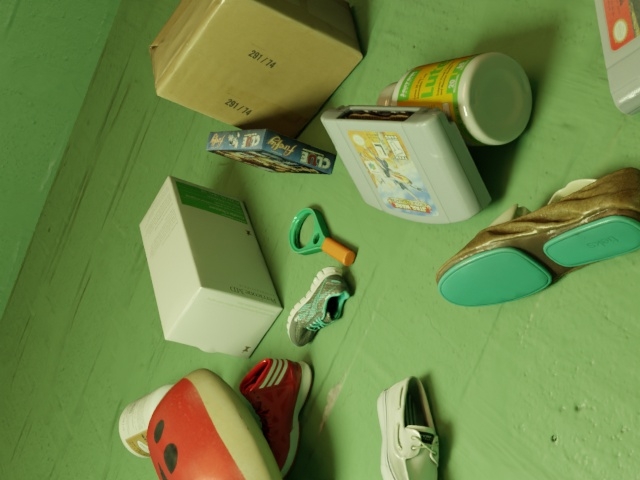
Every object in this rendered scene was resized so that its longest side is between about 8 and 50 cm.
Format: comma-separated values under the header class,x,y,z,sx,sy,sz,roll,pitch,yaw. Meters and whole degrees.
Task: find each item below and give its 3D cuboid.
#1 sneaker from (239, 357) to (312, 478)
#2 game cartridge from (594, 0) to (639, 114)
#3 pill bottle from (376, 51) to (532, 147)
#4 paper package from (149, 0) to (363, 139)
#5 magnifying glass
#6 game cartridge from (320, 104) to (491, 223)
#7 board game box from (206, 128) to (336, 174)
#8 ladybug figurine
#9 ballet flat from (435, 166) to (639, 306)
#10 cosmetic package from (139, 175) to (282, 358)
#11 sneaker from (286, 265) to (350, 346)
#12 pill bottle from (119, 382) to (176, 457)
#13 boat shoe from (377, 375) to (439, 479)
class,x,y,z,sx,sy,sz,roll,pitch,yaw
sneaker,-0.101,0.314,1.714,0.087,0.128,0.221,-5,71,56
game cartridge,0.438,-0.332,1.231,0.196,0.060,0.294,-31,55,50
pill bottle,0.196,-0.210,1.500,0.245,0.136,0.136,3,78,58
paper package,-0.132,-0.380,1.912,0.309,0.324,0.168,-45,41,36
magnifying glass,0.000,0.000,1.810,0.231,0.026,0.092,31,102,57
game cartridge,0.130,-0.119,1.516,0.062,0.198,0.297,-36,24,-23
board game box,-0.103,-0.176,1.923,0.243,0.165,0.042,8,82,59
ladybug figurine,-0.190,0.399,1.687,0.449,0.161,0.305,30,134,62
ballet flat,0.299,-0.010,1.289,0.342,0.116,0.124,-30,31,47
cosmetic package,-0.234,0.052,1.987,0.155,0.197,0.366,-55,37,25
sneaker,-0.003,0.129,1.719,0.166,0.065,0.076,-62,37,20
pill bottle,-0.317,0.371,2.019,0.229,0.131,0.131,-32,50,47
boat shoe,0.133,0.296,1.403,0.076,0.083,0.226,-51,37,33
